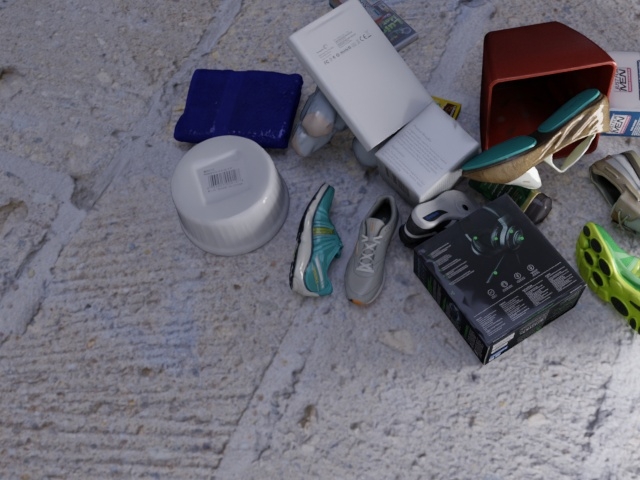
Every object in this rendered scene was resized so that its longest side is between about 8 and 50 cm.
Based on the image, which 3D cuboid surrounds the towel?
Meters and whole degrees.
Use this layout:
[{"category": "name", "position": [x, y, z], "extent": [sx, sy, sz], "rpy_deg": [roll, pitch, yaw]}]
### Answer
[{"category": "towel", "position": [-0.206, -0.336, 1.762], "extent": [0.308, 0.076, 0.228], "rpy_deg": [6, 67, 16]}]

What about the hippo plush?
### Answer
[{"category": "hippo plush", "position": [0.081, -0.296, 1.667], "extent": [0.236, 0.234, 0.294], "rpy_deg": [25, 72, -9]}]

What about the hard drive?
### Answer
[{"category": "hard drive", "position": [0.093, -0.377, 1.543], "extent": [0.203, 0.040, 0.308], "rpy_deg": [-36, 89, -19]}]

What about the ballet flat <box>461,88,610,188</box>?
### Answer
[{"category": "ballet flat", "position": [0.475, -0.190, 1.469], "extent": [0.342, 0.116, 0.124], "rpy_deg": [-32, 108, 1]}]

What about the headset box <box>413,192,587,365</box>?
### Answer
[{"category": "headset box", "position": [0.363, 0.072, 1.451], "extent": [0.246, 0.131, 0.283], "rpy_deg": [-31, 64, -8]}]

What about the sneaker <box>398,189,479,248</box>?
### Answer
[{"category": "sneaker", "position": [0.258, -0.043, 1.557], "extent": [0.216, 0.121, 0.079], "rpy_deg": [-14, 63, -39]}]

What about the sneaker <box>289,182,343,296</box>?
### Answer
[{"category": "sneaker", "position": [0.000, 0.000, 1.571], "extent": [0.109, 0.107, 0.275], "rpy_deg": [13, 69, -8]}]

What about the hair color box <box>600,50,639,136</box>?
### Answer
[{"category": "hair color box", "position": [0.823, -0.329, 1.559], "extent": [0.347, 0.105, 0.174], "rpy_deg": [5, 65, 10]}]

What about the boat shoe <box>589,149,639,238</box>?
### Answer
[{"category": "boat shoe", "position": [0.687, -0.063, 1.497], "extent": [0.103, 0.113, 0.302], "rpy_deg": [-13, 52, 2]}]

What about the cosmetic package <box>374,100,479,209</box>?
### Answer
[{"category": "cosmetic package", "position": [0.244, -0.183, 1.561], "extent": [0.183, 0.151, 0.151], "rpy_deg": [-41, 73, -2]}]

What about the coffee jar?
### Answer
[{"category": "coffee jar", "position": [0.433, -0.107, 1.552], "extent": [0.184, 0.096, 0.079], "rpy_deg": [38, 108, 23]}]

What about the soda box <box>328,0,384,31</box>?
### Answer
[{"category": "soda box", "position": [0.095, -0.624, 1.854], "extent": [0.058, 0.063, 0.183], "rpy_deg": [-34, 65, -10]}]

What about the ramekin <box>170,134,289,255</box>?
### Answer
[{"category": "ramekin", "position": [-0.219, -0.115, 1.620], "extent": [0.277, 0.135, 0.277], "rpy_deg": [-3, 63, 6]}]

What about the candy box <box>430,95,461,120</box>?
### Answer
[{"category": "candy box", "position": [0.266, -0.269, 1.696], "extent": [0.105, 0.027, 0.206], "rpy_deg": [19, 67, 18]}]

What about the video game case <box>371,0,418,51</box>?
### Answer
[{"category": "video game case", "position": [0.140, -0.561, 1.864], "extent": [0.190, 0.022, 0.173], "rpy_deg": [-34, 64, -10]}]

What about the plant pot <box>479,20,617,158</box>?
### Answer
[{"category": "plant pot", "position": [0.493, -0.360, 1.596], "extent": [0.267, 0.267, 0.236], "rpy_deg": [-9, 51, 3]}]

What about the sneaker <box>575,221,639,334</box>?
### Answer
[{"category": "sneaker", "position": [0.653, 0.083, 1.439], "extent": [0.123, 0.109, 0.296], "rpy_deg": [-19, 60, -25]}]

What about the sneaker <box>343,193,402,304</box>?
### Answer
[{"category": "sneaker", "position": [0.110, 0.012, 1.521], "extent": [0.099, 0.121, 0.263], "rpy_deg": [12, 65, 14]}]
